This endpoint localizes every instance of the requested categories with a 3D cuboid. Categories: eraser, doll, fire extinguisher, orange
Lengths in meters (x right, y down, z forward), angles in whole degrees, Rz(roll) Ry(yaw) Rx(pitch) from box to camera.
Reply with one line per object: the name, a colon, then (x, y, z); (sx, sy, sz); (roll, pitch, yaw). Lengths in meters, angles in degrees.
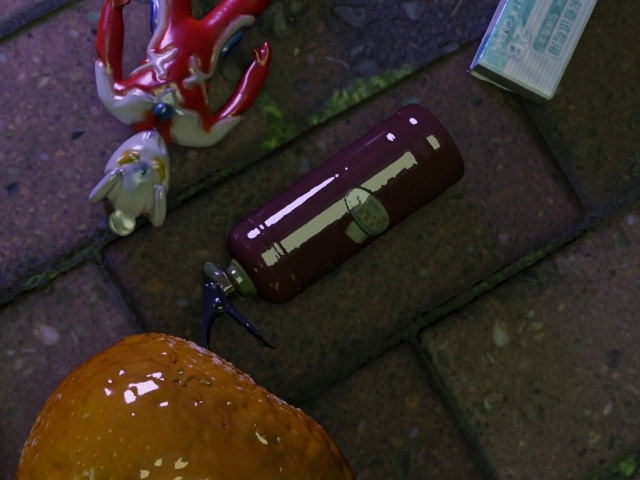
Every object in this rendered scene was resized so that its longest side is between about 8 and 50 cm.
eraser: (0.255, -0.270, 1.804); (0.095, 0.052, 0.225); (26, 81, -4)
doll: (-0.153, -0.183, 1.715); (0.188, 0.099, 0.384); (19, 79, -7)
fire extinguisher: (0.000, 0.000, 1.705); (0.344, 0.102, 0.138); (-36, 67, -11)
orange: (-0.134, 0.261, 1.550); (0.340, 0.340, 0.293); (33, 86, -5)
